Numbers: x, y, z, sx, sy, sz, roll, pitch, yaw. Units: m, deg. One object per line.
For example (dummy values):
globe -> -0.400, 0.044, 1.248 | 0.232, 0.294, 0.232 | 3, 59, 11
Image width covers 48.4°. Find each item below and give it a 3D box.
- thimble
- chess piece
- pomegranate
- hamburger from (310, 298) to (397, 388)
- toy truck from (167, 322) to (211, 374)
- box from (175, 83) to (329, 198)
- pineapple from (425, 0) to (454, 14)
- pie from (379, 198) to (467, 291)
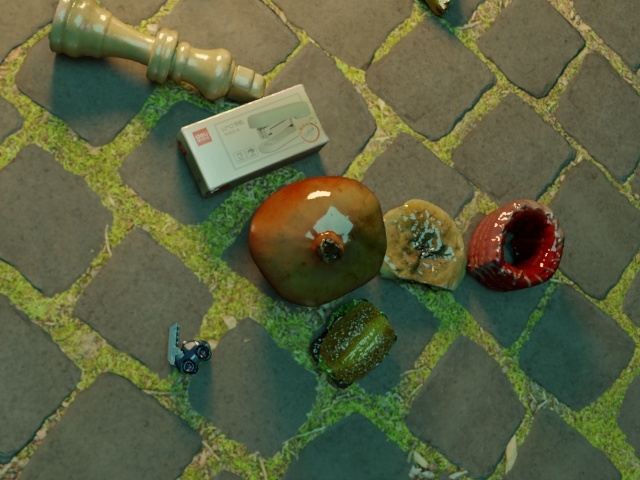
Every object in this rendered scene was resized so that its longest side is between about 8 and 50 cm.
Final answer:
thimble -> 0.404, 0.013, 1.469 | 0.163, 0.125, 0.190 | 36, 73, -7
chess piece -> -0.293, -0.348, 1.339 | 0.397, 0.117, 0.117 | 16, 77, -15
pomegranate -> 0.000, 0.000, 1.281 | 0.252, 0.270, 0.229 | -18, 95, -11
hamburger -> 0.065, 0.194, 1.362 | 0.166, 0.087, 0.137 | -42, 94, -18
toy truck -> -0.247, 0.196, 1.294 | 0.090, 0.056, 0.073 | 44, 78, 8
box -> -0.130, -0.190, 1.372 | 0.269, 0.079, 0.135 | -24, 88, -18
pineapple -> 0.245, -0.560, 1.545 | 0.116, 0.069, 0.137 | -2, 84, -17
pie -> 0.203, 0.008, 1.452 | 0.218, 0.052, 0.185 | 9, 73, -17
